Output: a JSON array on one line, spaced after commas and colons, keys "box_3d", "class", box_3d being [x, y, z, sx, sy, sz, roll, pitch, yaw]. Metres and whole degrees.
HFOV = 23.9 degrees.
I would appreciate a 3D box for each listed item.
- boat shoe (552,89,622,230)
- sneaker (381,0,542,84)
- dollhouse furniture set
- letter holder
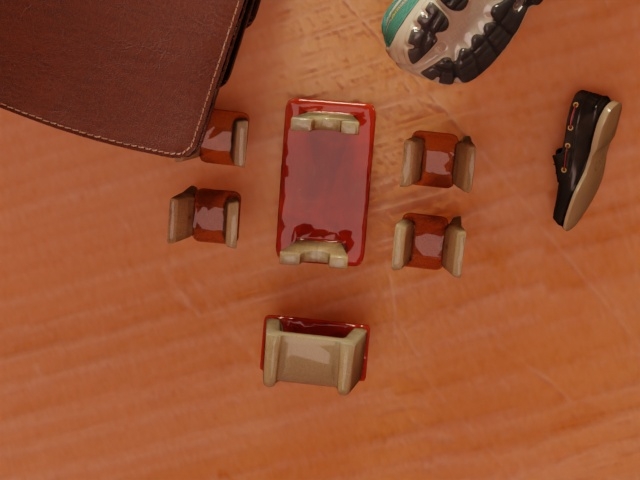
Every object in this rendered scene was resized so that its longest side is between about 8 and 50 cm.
[{"box_3d": [0.232, -0.072, 1.359, 0.042, 0.049, 0.133, 27, 122, 26], "class": "boat shoe"}, {"box_3d": [0.155, -0.252, 1.264, 0.275, 0.110, 0.107, -43, 119, 2], "class": "sneaker"}, {"box_3d": [0.000, 0.000, 1.388, 0.262, 0.135, 0.259, 6, 100, 4], "class": "dollhouse furniture set"}, {"box_3d": [-0.209, -0.221, 1.294, 0.301, 0.152, 0.214, 20, 114, -1], "class": "letter holder"}]
